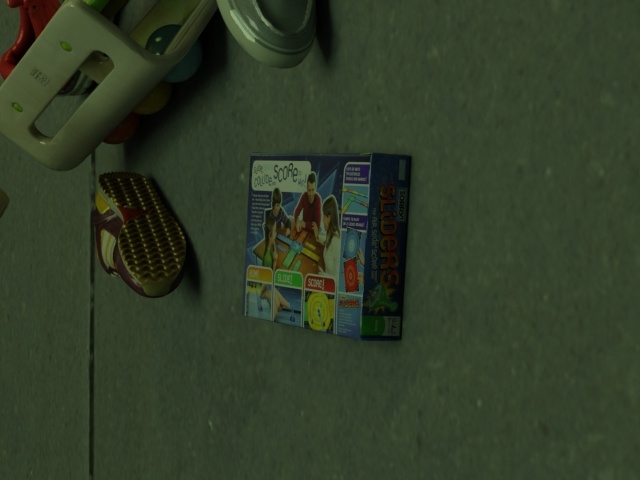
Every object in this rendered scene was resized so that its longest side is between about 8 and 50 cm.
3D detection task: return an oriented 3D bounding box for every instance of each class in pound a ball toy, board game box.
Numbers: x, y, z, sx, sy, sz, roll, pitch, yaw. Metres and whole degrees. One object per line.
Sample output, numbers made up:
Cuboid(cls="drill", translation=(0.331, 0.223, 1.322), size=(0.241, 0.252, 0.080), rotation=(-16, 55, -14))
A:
Cuboid(cls="pound a ball toy", translation=(-0.227, -0.133, 1.577), size=(0.319, 0.136, 0.208), rotation=(-36, 21, 56))
Cuboid(cls="board game box", translation=(0.000, 0.000, 1.277), size=(0.201, 0.035, 0.136), rotation=(7, 95, 62))

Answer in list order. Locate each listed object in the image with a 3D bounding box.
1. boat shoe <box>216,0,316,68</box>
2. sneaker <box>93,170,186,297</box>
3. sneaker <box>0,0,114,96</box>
Cuboid(cls="boat shoe", translation=(-0.040, -0.248, 1.325), size=(0.081, 0.079, 0.227), rotation=(128, 139, -55))
Cuboid(cls="sneaker", translation=(-0.172, 0.012, 1.582), size=(0.185, 0.070, 0.084), rotation=(-115, 29, -51))
Cuboid(cls="sneaker", translation=(-0.267, -0.267, 1.716), size=(0.107, 0.118, 0.279), rotation=(57, 136, 47))
